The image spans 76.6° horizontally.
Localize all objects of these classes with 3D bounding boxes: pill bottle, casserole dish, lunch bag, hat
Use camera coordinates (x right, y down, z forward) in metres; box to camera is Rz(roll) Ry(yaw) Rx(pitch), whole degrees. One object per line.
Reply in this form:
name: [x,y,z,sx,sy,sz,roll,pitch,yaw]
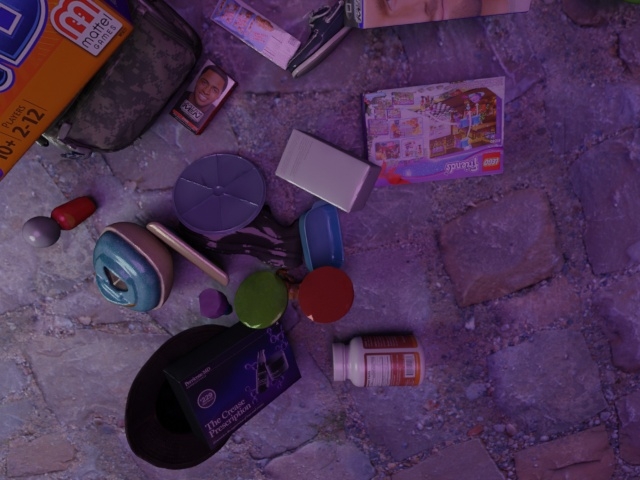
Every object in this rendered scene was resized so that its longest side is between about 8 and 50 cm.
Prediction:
pill bottle: [0.139,0.297,1.001,0.216,0.121,0.121,-1,107,0]
casserole dish: [0.000,0.000,0.926,0.037,0.114,0.188,8,114,42]
lunch bag: [-0.377,-0.310,0.728,0.213,0.256,0.305,39,103,-20]
hat: [-0.320,0.355,0.980,0.332,0.134,0.330,-3,95,-40]

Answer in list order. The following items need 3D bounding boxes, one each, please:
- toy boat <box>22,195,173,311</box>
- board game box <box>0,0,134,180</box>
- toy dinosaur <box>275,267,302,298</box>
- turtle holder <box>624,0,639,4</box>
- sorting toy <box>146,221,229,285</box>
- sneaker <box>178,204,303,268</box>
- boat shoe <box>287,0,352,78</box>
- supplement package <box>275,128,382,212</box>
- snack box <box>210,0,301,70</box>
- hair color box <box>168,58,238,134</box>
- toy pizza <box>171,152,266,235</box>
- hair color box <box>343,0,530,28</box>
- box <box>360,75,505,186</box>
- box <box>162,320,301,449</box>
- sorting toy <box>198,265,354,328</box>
toy boat: [-0.467,0.039,0.873,0.318,0.148,0.267,39,140,3]
board game box: [-0.507,-0.335,0.475,0.356,0.356,0.356,-36,148,18]
toy dinosaur: [-0.092,0.114,0.972,0.212,0.064,0.112,3,108,-2]
turtle holder: [0.648,-0.547,0.665,0.228,0.320,0.243,-22,87,-32]
sorting toy: [-0.279,0.026,0.882,0.193,0.208,0.038,39,76,-12]
sneaker: [-0.169,-0.025,0.920,0.287,0.109,0.130,12,97,-12]
boat shoe: [0.022,-0.428,0.793,0.254,0.095,0.079,-42,105,9]
supplement package: [0.019,-0.144,0.842,0.179,0.105,0.105,29,106,16]
snack box: [-0.131,-0.427,0.828,0.178,0.022,0.064,31,105,-10]
hair color box: [-0.245,-0.299,0.854,0.072,0.043,0.141,39,102,-10]
toy pizza: [-0.217,-0.099,0.876,0.202,0.032,0.201,0,67,0]
hair color box: [0.211,-0.489,0.709,0.339,0.110,0.185,-12,123,-11]
box: [0.240,-0.231,0.875,0.294,0.057,0.200,-6,106,1]
box: [-0.193,0.307,0.936,0.261,0.103,0.184,-30,108,-35]
sorting toy: [-0.091,0.144,0.927,0.366,0.126,0.126,-7,69,16]
